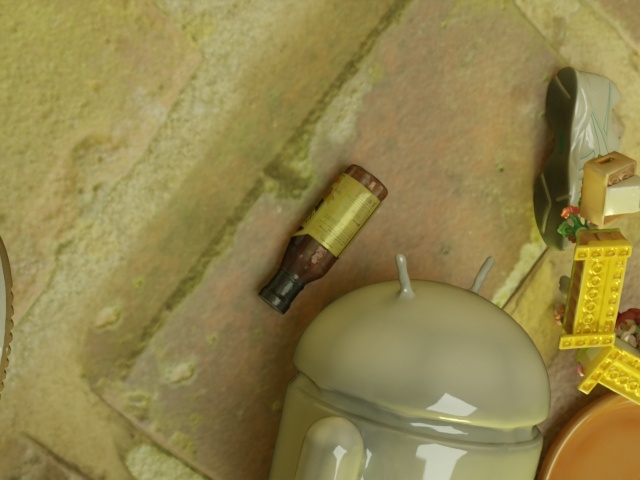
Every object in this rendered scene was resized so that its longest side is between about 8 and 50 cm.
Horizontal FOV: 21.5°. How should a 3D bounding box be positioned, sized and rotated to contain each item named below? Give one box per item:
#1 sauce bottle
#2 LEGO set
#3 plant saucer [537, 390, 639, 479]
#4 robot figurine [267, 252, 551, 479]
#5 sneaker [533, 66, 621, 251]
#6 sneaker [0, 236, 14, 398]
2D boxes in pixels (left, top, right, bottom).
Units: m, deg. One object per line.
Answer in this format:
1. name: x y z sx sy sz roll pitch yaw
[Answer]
1. sauce bottle: 0.000 0.000 1.311 0.042 0.042 0.128 43 81 -26
2. LEGO set: 0.238 0.042 1.376 0.132 0.107 0.287 -33 122 5
3. plant saucer: 0.269 0.220 1.488 0.200 0.037 0.200 -6 103 -25
4. robot figurine: 0.062 0.182 1.292 0.300 0.200 0.353 -5 108 -64
5. sneaker: 0.217 -0.064 1.392 0.061 0.054 0.152 4 99 -28
6. sneaker: -0.312 0.117 1.162 0.153 0.099 0.282 10 100 -28
